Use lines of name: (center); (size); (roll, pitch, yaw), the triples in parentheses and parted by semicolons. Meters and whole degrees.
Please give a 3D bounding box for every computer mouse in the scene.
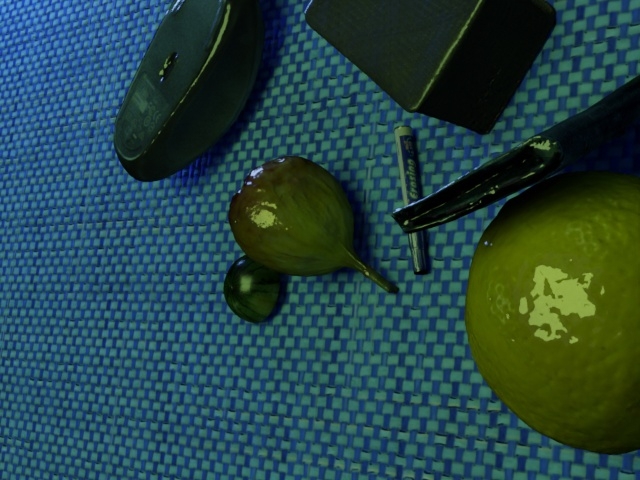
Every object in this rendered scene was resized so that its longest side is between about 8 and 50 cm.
computer mouse: (-0.193, -0.255, 1.934); (0.374, 0.114, 0.203); (-57, 43, 19)

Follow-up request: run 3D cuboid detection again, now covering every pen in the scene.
pen: (0.118, -0.053, 1.610); (0.025, 0.025, 0.204); (-24, 63, 42)

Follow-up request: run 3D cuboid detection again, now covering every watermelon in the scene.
watermelon: (-0.104, 0.064, 1.794); (0.105, 0.062, 0.105); (-20, 64, 48)

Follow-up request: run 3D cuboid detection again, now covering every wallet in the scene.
wallet: (0.230, -0.091, 1.263); (0.191, 0.379, 0.046); (-30, 89, 35)

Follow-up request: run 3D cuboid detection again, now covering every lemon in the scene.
lemon: (0.276, 0.068, 1.224); (0.293, 0.293, 0.293); (-15, 70, 45)

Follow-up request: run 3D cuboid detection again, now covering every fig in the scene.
fig: (0.000, 0.000, 1.662); (0.257, 0.159, 0.159); (34, 107, 25)

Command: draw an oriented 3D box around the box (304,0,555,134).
box: (0.132, -0.281, 1.567); (0.273, 0.143, 0.184); (47, 115, 41)
